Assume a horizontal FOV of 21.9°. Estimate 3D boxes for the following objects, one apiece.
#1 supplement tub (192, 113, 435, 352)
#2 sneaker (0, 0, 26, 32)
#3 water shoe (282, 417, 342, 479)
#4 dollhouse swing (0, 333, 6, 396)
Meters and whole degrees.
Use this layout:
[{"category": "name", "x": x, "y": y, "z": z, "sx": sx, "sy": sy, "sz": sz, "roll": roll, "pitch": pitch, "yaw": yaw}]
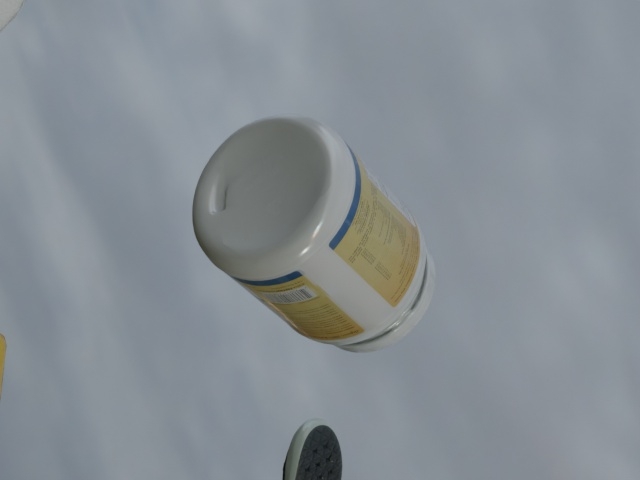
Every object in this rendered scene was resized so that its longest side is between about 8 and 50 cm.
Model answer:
[{"category": "supplement tub", "x": 0.000, "y": 0.000, "z": 1.369, "sx": 0.144, "sy": 0.144, "sz": 0.199, "roll": 51, "pitch": 5, "yaw": 39}, {"category": "sneaker", "x": -0.272, "y": -0.217, "z": 0.903, "sx": 0.297, "sy": 0.129, "sz": 0.111, "roll": 59, "pitch": -12, "yaw": -11}, {"category": "water shoe", "x": -0.027, "y": 0.284, "z": 1.801, "sx": 0.080, "sy": 0.073, "sz": 0.203, "roll": 20, "pitch": -66, "yaw": 48}, {"category": "dollhouse swing", "x": -0.346, "y": 0.153, "z": 0.776, "sx": 0.315, "sy": 0.346, "sz": 0.305, "roll": 10, "pitch": -76, "yaw": 49}]
